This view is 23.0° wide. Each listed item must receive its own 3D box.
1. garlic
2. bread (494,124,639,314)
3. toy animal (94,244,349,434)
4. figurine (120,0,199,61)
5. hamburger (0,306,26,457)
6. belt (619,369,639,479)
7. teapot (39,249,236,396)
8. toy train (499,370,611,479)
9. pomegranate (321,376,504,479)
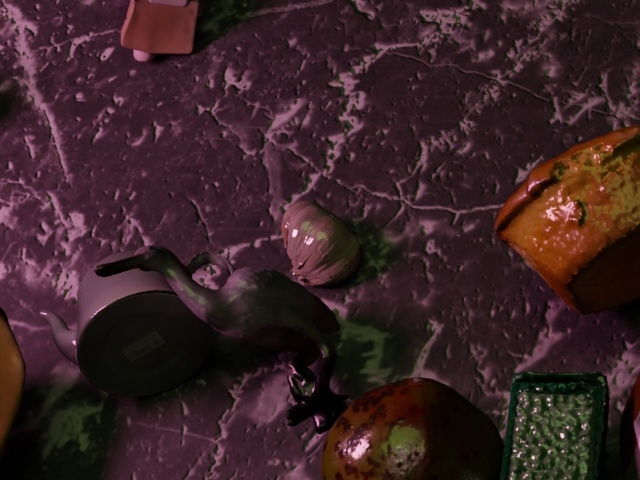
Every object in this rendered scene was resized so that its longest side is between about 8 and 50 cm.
[{"bbox_3d":[-0.002,0.001,1.906,0.113,0.074,0.094,39,62,18],"label":"garlic"},{"bbox_3d":[0.330,-0.029,1.719,0.268,0.268,0.145,-26,66,-3],"label":"bread"},{"bbox_3d":[-0.083,0.078,1.779,0.324,0.090,0.195,39,29,-5],"label":"toy animal"},{"bbox_3d":[-0.239,-0.372,2.222,0.163,0.141,0.236,-1,46,-20],"label":"figurine"},{"bbox_3d":[-0.494,0.190,1.807,0.237,0.276,0.276,-36,34,49],"label":"hamburger"},{"bbox_3d":[0.410,0.220,1.550,0.217,0.122,0.338,5,46,-5],"label":"belt"},{"bbox_3d":[-0.213,0.077,1.874,0.239,0.162,0.149,-19,40,-5],"label":"teapot"},{"bbox_3d":[0.246,0.261,1.593,0.115,0.154,0.269,2,55,15],"label":"toy train"},{"bbox_3d":[0.108,0.231,1.648,0.198,0.198,0.246,14,23,25],"label":"pomegranate"}]
